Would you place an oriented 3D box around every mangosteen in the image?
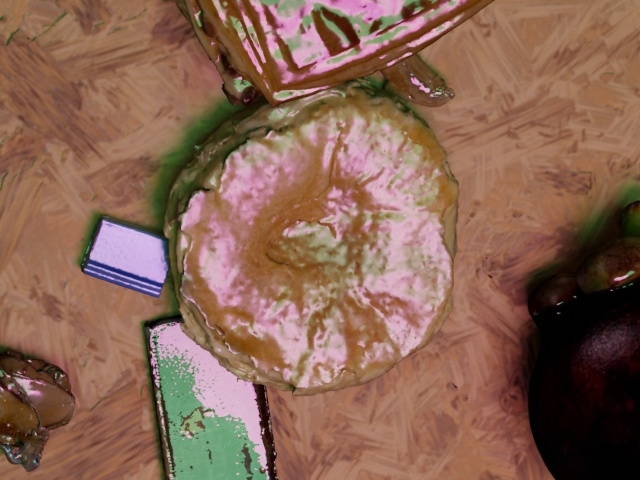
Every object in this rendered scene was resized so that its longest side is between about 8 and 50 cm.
[{"bbox_3d":[0.340,0.150,1.888,0.313,0.297,0.297,36,93,15],"label":"mangosteen"}]

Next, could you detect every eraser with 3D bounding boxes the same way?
[{"bbox_3d":[-0.196,0.016,1.857,0.085,0.027,0.063,18,99,-17],"label":"eraser"}]

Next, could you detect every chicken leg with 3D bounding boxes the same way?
[{"bbox_3d":[-0.348,0.160,1.832,0.196,0.080,0.125,16,111,-15],"label":"chicken leg"}]

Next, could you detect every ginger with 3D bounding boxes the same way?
[{"bbox_3d":[0.080,-0.187,1.867,0.057,0.044,0.137,-44,110,-17],"label":"ginger"}]

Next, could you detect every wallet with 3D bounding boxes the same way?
[{"bbox_3d":[-0.113,0.188,1.913,0.122,0.031,0.232,-9,100,-9],"label":"wallet"}]

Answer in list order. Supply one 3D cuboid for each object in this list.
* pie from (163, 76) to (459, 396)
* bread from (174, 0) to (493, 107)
[{"bbox_3d":[0.000,0.000,1.858,0.340,0.083,0.339,-3,100,-18],"label":"pie"},{"bbox_3d":[0.004,-0.302,1.759,0.325,0.167,0.277,-26,107,3],"label":"bread"}]
